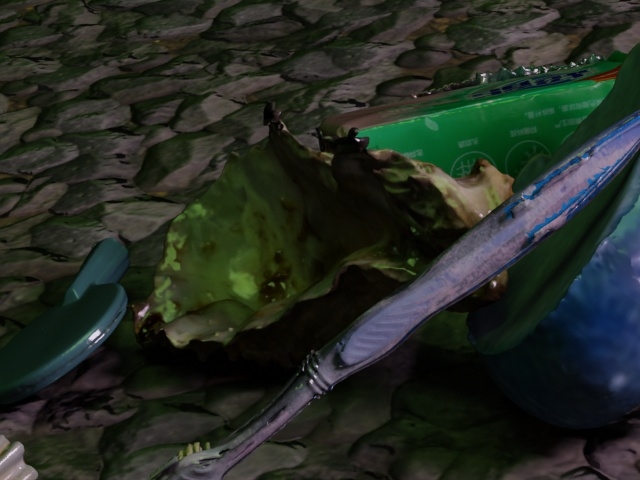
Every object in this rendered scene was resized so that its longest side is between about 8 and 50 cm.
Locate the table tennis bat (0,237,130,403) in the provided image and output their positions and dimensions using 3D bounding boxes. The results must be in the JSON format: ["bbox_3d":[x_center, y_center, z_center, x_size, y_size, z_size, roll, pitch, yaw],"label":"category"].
[{"bbox_3d":[-0.185,0.055,1.349,0.124,0.033,0.201,-25,19,24],"label":"table tennis bat"}]

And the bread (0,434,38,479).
[{"bbox_3d":[-0.227,0.188,0.924,0.192,0.209,0.110,4,24,25],"label":"bread"}]

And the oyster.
[{"bbox_3d":[0.003,-0.007,1.278,0.133,0.197,0.337,22,-23,-35],"label":"oyster"}]

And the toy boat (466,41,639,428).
[{"bbox_3d":[0.206,0.005,1.216,0.215,0.123,0.330,-48,12,28],"label":"toy boat"}]

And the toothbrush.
[{"bbox_3d":[0.042,0.050,1.123,0.413,0.035,0.042,-37,23,4],"label":"toothbrush"}]

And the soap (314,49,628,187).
[{"bbox_3d":[0.138,-0.076,1.459,0.273,0.098,0.218,-12,13,-4],"label":"soap"}]
